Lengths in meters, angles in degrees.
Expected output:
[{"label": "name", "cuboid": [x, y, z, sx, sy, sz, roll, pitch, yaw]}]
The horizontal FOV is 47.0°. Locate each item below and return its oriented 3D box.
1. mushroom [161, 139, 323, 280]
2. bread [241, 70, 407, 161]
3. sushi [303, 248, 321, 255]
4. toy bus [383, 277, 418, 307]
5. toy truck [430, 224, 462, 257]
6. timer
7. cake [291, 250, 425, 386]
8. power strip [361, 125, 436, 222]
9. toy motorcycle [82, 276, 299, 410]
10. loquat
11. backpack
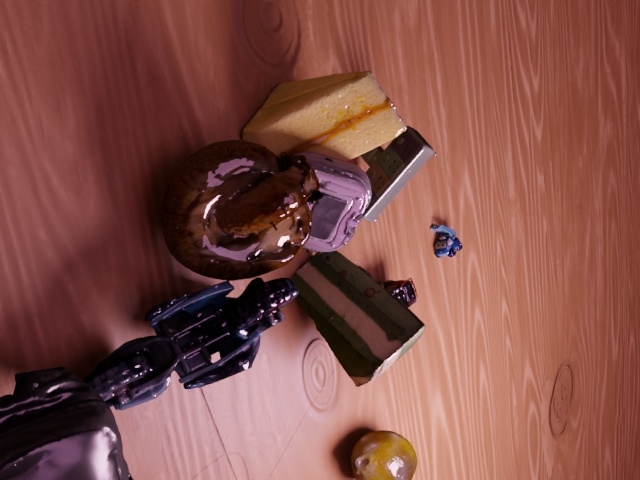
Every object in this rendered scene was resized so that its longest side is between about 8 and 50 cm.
[{"label": "mushroom", "cuboid": [-0.131, -0.059, 1.311, 0.195, 0.283, 0.263, -87, 158, -65]}, {"label": "bread", "cuboid": [0.002, -0.206, 1.400, 0.168, 0.264, 0.163, 49, 62, -31]}, {"label": "sushi", "cuboid": [-0.001, -0.004, 1.572, 0.118, 0.060, 0.062, -39, 127, -30]}, {"label": "toy bus", "cuboid": [0.123, 0.161, 1.696, 0.234, 0.096, 0.074, -30, 111, -36]}, {"label": "toy truck", "cuboid": [0.320, -0.004, 1.896, 0.073, 0.056, 0.090, -37, 108, -39]}, {"label": "timer", "cuboid": [-0.008, -0.070, 1.452, 0.190, 0.069, 0.209, 15, 126, -14]}, {"label": "cake", "cuboid": [0.066, 0.172, 1.582, 0.158, 0.283, 0.172, -37, 154, -22]}, {"label": "power strip", "cuboid": [0.142, -0.162, 1.626, 0.061, 0.145, 0.216, 21, 118, -44]}, {"label": "toy motorcycle", "cuboid": [-0.226, 0.190, 1.301, 0.416, 0.232, 0.172, -29, 82, -25]}, {"label": "loquat", "cuboid": [0.146, 0.529, 1.754, 0.195, 0.152, 0.152, 24, 80, -52]}, {"label": "backpack", "cuboid": [-0.431, 0.403, 1.092, 0.363, 0.254, 0.446, -16, 122, -41]}]
